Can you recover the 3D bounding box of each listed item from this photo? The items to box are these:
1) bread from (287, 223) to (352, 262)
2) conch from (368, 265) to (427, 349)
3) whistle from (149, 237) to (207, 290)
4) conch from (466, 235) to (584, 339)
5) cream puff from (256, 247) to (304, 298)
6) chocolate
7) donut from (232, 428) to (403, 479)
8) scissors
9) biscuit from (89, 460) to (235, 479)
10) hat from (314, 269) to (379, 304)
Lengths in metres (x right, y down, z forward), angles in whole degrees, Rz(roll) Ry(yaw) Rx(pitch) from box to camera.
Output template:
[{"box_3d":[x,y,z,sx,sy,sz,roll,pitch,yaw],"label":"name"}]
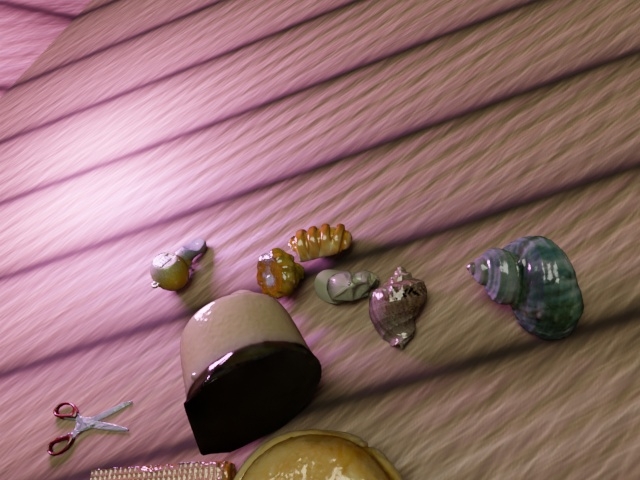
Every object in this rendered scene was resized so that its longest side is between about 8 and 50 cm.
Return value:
[{"box_3d":[0.000,0.000,1.529,0.177,0.084,0.119,-12,15,9],"label":"bread"},{"box_3d":[0.191,0.167,1.378,0.155,0.130,0.207,-11,75,53],"label":"conch"},{"box_3d":[-0.426,0.075,1.656,0.122,0.123,0.223,17,45,28],"label":"whistle"},{"box_3d":[0.476,0.094,1.270,0.277,0.195,0.220,19,95,3],"label":"conch"},{"box_3d":[-0.104,0.090,1.513,0.146,0.116,0.146,3,95,39],"label":"cream puff"},{"box_3d":[-0.198,0.285,1.305,0.326,0.314,0.297,-25,46,-21],"label":"chocolate"},{"box_3d":[-0.018,0.604,1.100,0.448,0.198,0.449,-9,56,14],"label":"donut"},{"box_3d":[-0.632,0.500,1.502,0.247,0.017,0.144,-13,56,10],"label":"scissors"},{"box_3d":[-0.387,0.594,1.328,0.378,0.054,0.094,-10,57,14],"label":"biscuit"},{"box_3d":[0.059,0.109,1.464,0.166,0.081,0.122,16,63,39],"label":"hat"}]
